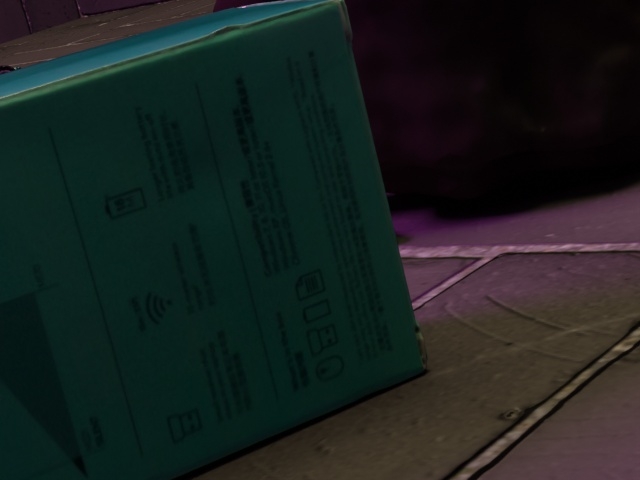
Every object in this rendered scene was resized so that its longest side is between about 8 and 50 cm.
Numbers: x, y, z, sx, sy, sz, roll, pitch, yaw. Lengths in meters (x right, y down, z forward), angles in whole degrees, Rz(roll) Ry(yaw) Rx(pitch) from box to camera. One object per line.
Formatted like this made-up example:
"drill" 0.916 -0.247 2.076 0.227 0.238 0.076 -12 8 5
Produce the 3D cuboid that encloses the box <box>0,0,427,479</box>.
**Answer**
"box" -0.119 0.015 0.750 0.311 0.205 0.118 -22 14 -26

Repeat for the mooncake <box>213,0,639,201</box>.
"mooncake" 0.124 -0.160 1.171 0.350 0.212 0.381 1 17 34

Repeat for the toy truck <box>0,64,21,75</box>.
"toy truck" -0.423 -0.125 1.798 0.216 0.116 0.110 -28 17 -21
